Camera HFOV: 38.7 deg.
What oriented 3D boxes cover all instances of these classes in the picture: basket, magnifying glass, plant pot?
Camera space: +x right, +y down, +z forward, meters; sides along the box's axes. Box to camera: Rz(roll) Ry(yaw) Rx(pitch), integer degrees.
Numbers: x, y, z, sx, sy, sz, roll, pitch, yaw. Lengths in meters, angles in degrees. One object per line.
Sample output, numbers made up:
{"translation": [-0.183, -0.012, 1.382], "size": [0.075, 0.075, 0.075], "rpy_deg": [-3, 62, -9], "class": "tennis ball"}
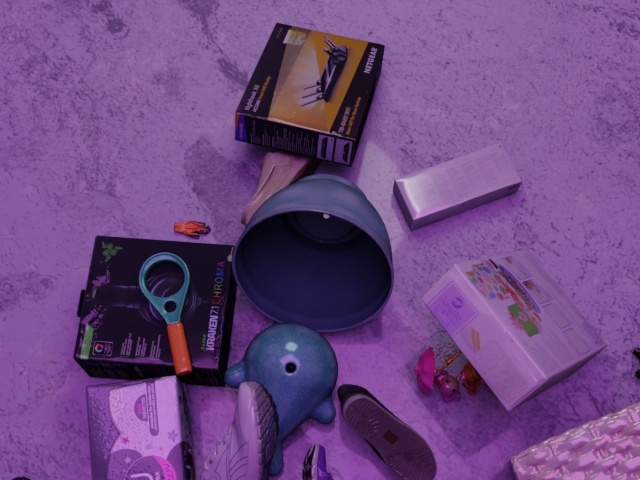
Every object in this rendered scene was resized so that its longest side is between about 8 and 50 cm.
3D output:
{"translation": [0.511, 0.440, 1.461], "size": [0.331, 0.266, 0.329], "rpy_deg": [-23, 70, 6], "class": "basket"}
{"translation": [-0.264, 0.127, 1.616], "size": [0.092, 0.026, 0.231], "rpy_deg": [-14, 68, -6], "class": "magnifying glass"}
{"translation": [0.000, 0.000, 1.697], "size": [0.292, 0.293, 0.196], "rpy_deg": [9, 41, 4], "class": "plant pot"}

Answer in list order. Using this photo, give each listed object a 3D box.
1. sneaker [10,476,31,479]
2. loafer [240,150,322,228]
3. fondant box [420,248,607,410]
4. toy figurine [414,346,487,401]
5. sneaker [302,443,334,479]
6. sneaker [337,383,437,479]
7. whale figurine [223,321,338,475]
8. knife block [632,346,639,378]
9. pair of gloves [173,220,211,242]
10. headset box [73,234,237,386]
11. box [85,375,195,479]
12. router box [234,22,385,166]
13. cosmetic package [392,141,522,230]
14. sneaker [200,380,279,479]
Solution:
{"translation": [-0.532, 0.512, 1.547], "size": [0.079, 0.121, 0.217], "rpy_deg": [0, 67, 1], "class": "sneaker"}
{"translation": [-0.087, -0.118, 1.826], "size": [0.092, 0.102, 0.269], "rpy_deg": [26, 58, 17], "class": "loafer"}
{"translation": [0.348, 0.144, 1.603], "size": [0.096, 0.330, 0.238], "rpy_deg": [-46, 69, 26], "class": "fondant box"}
{"translation": [0.257, 0.238, 1.685], "size": [0.159, 0.130, 0.173], "rpy_deg": [-31, 95, 2], "class": "toy figurine"}
{"translation": [0.011, 0.446, 1.616], "size": [0.071, 0.068, 0.170], "rpy_deg": [-5, 75, -19], "class": "sneaker"}
{"translation": [0.121, 0.342, 1.645], "size": [0.083, 0.118, 0.222], "rpy_deg": [-42, 102, 1], "class": "sneaker"}
{"translation": [-0.073, 0.279, 1.630], "size": [0.216, 0.141, 0.272], "rpy_deg": [23, 78, 1], "class": "whale figurine"}
{"translation": [0.720, 0.256, 1.669], "size": [0.275, 0.088, 0.242], "rpy_deg": [6, 69, 3], "class": "knife block"}
{"translation": [-0.258, 0.000, 1.820], "size": [0.074, 0.010, 0.083], "rpy_deg": [4, 70, 0], "class": "pair of gloves"}
{"translation": [-0.308, 0.131, 1.700], "size": [0.282, 0.131, 0.247], "rpy_deg": [5, 67, 2], "class": "headset box"}
{"translation": [-0.306, 0.370, 1.577], "size": [0.163, 0.142, 0.248], "rpy_deg": [-7, 76, -2], "class": "box"}
{"translation": [-0.017, -0.305, 1.862], "size": [0.242, 0.081, 0.309], "rpy_deg": [13, 50, 5], "class": "router box"}
{"translation": [0.274, -0.110, 1.837], "size": [0.238, 0.060, 0.099], "rpy_deg": [-19, 71, -8], "class": "cosmetic package"}
{"translation": [-0.143, 0.382, 1.556], "size": [0.129, 0.111, 0.297], "rpy_deg": [7, 100, 13], "class": "sneaker"}
